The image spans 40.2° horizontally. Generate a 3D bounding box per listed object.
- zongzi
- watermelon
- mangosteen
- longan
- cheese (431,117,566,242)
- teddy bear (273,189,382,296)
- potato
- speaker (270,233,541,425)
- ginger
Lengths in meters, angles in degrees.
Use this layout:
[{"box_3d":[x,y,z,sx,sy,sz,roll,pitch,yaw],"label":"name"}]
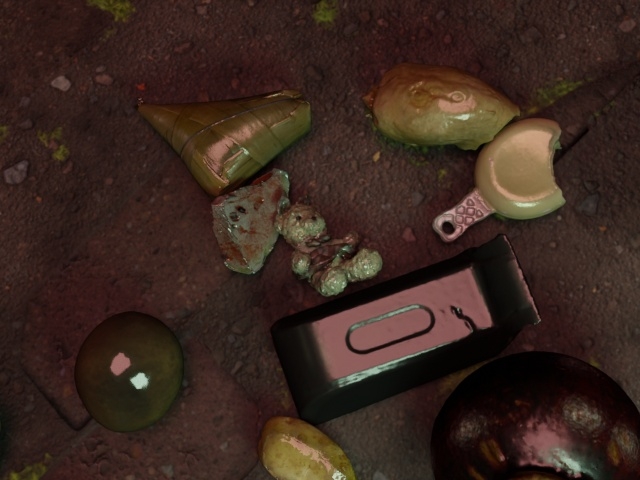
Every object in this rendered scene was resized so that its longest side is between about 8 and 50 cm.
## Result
[{"box_3d":[-0.164,-0.215,1.487,0.228,0.115,0.256,-40,66,-9],"label":"zongzi"},{"box_3d":[-0.129,-0.046,1.434,0.071,0.139,0.187,10,76,42],"label":"watermelon"},{"box_3d":[0.302,0.323,1.196,0.307,0.306,0.347,9,40,7],"label":"mangosteen"},{"box_3d":[-0.299,0.206,1.369,0.168,0.167,0.187,5,99,6],"label":"longan"},{"box_3d":[0.289,-0.102,1.433,0.249,0.071,0.163,-16,76,2],"label":"cheese"},{"box_3d":[0.000,0.019,1.420,0.133,0.111,0.213,-17,48,-31],"label":"teddy bear"},{"box_3d":[-0.020,0.339,1.344,0.171,0.080,0.107,29,103,5],"label":"potato"},{"box_3d":[0.118,0.134,1.333,0.388,0.184,0.180,-21,76,1],"label":"speaker"},{"box_3d":[0.188,-0.216,1.430,0.267,0.152,0.138,16,77,14],"label":"ginger"}]
